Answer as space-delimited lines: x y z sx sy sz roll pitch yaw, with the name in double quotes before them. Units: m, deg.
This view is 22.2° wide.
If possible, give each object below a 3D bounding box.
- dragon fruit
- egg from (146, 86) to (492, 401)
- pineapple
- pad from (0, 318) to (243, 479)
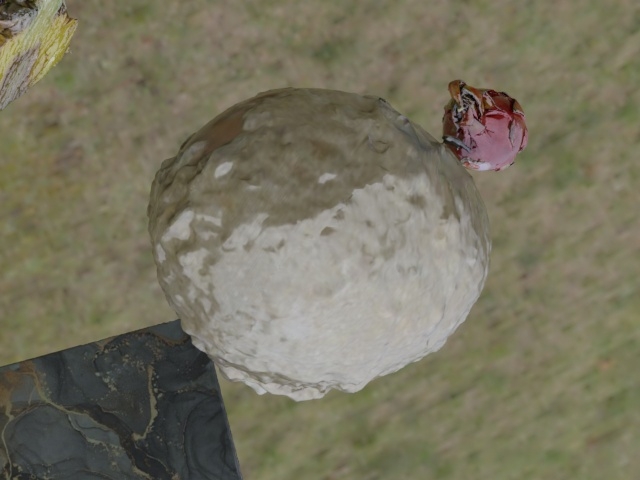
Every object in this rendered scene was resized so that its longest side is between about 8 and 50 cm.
"dragon fruit" 0.161 -0.121 1.711 0.094 0.094 0.190 -31 164 17
"egg" 0.000 0.000 1.358 0.310 0.279 0.279 22 136 -31
"pineapple" -0.318 -0.211 1.489 0.250 0.139 0.164 -48 173 -48
"pad" -0.193 0.277 1.626 0.247 0.368 0.007 -16 168 4
